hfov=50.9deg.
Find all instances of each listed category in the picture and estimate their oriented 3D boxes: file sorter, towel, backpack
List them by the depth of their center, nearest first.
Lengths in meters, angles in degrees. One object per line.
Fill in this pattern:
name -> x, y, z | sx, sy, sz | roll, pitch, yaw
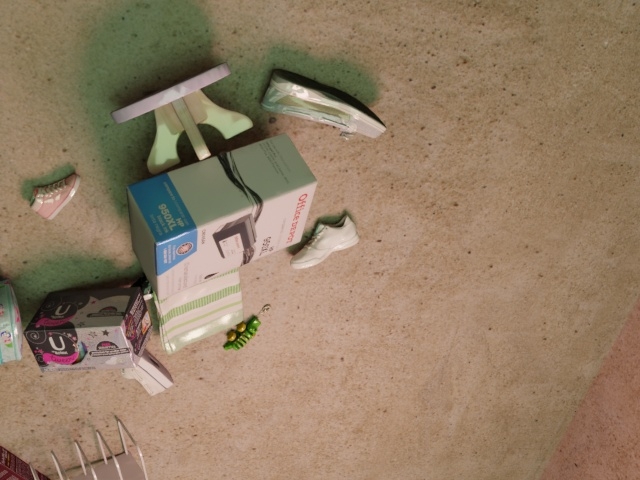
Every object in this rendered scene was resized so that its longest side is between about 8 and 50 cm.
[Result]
backpack -> -0.795, 0.213, 1.555 | 0.191, 0.253, 0.225 | -4, 119, -20
towel -> -0.320, 0.149, 1.782 | 0.248, 0.038, 0.324 | -22, 137, -24
file sorter -> -0.646, 0.660, 1.881 | 0.278, 0.193, 0.173 | -22, 122, -29

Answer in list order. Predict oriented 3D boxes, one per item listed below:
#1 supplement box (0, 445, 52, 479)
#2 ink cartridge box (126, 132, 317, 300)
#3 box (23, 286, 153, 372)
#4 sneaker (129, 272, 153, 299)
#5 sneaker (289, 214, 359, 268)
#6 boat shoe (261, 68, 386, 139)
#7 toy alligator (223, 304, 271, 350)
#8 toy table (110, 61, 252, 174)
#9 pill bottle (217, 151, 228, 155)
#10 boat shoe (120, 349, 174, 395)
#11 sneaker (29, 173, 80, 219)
supplement box -> -0.882, 0.703, 1.920 | 0.130, 0.073, 0.239 | -34, 127, -2
ink cartridge box -> -0.228, -0.056, 1.568 | 0.395, 0.166, 0.285 | -23, 158, -23
box -> -0.568, 0.219, 1.660 | 0.247, 0.163, 0.142 | -5, 122, 8
sneaker -> -0.422, 0.064, 1.733 | 0.217, 0.079, 0.121 | -28, 123, -15
sneaker -> 0.000, 0.000, 1.872 | 0.212, 0.080, 0.094 | -28, 114, -13
boat shoe -> 0.013, -0.318, 1.659 | 0.321, 0.118, 0.103 | 16, 118, -25
toy alligator -> -0.207, 0.263, 1.947 | 0.190, 0.051, 0.056 | -43, 126, 6
toy table -> -0.302, -0.270, 1.498 | 0.274, 0.252, 0.160 | -23, 109, 6
pill bottle -> -0.242, -0.157, 1.676 | 0.065, 0.065, 0.116 | 12, 114, -28
boat shoe -> -0.512, 0.339, 1.848 | 0.088, 0.096, 0.267 | -36, 134, -4
sneaker -> -0.620, -0.111, 1.557 | 0.134, 0.051, 0.070 | -45, 130, 13
